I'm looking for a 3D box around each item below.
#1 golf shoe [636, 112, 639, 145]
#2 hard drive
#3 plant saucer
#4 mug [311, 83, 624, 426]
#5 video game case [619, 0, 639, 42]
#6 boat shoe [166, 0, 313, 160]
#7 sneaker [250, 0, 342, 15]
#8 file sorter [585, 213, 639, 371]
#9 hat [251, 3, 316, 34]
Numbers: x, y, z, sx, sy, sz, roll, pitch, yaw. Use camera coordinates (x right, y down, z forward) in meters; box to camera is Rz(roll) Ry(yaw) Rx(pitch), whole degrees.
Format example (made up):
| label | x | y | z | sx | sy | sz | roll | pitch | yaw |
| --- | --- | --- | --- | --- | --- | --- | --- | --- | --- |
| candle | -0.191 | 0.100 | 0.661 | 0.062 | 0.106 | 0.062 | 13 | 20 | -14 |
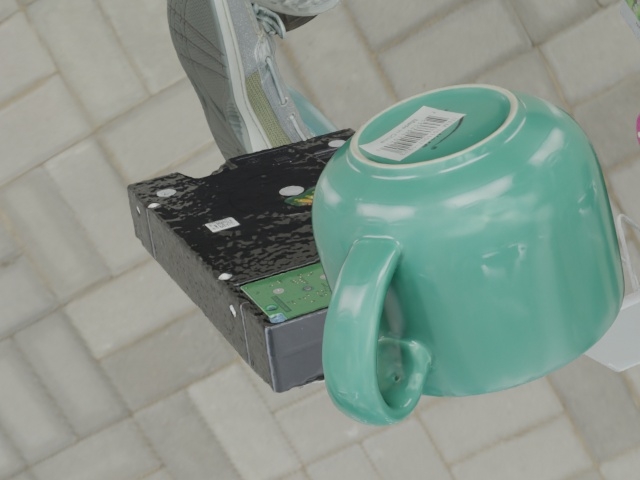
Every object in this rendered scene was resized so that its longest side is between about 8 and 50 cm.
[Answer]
| label | x | y | z | sx | sy | sz | roll | pitch | yaw |
| --- | --- | --- | --- | --- | --- | --- | --- | --- | --- |
| golf shoe | 0.464 | -0.033 | 1.300 | 0.115 | 0.140 | 0.306 | -29 | 71 | 38 |
| hard drive | 0.000 | 0.000 | 0.973 | 0.237 | 0.339 | 0.064 | -17 | 115 | -21 |
| plant saucer | -0.009 | -0.158 | 1.852 | 0.044 | 0.317 | 0.317 | -45 | 97 | -4 |
| mug | 0.061 | -0.003 | 0.505 | 0.129 | 0.158 | 0.097 | -14 | 118 | 9 |
| video game case | 0.518 | -0.351 | 1.726 | 0.023 | 0.193 | 0.212 | -13 | 147 | -13 |
| boat shoe | -0.078 | -0.184 | 1.273 | 0.103 | 0.118 | 0.320 | -37 | 139 | -17 |
| sneaker | -0.124 | -0.363 | 1.311 | 0.366 | 0.150 | 0.135 | 27 | 124 | 1 |
| file sorter | 0.513 | 0.054 | 1.804 | 0.277 | 0.173 | 0.193 | -30 | 140 | 32 |
| hat | -0.104 | -0.450 | 1.808 | 0.331 | 0.134 | 0.331 | -1 | 83 | 4 |
